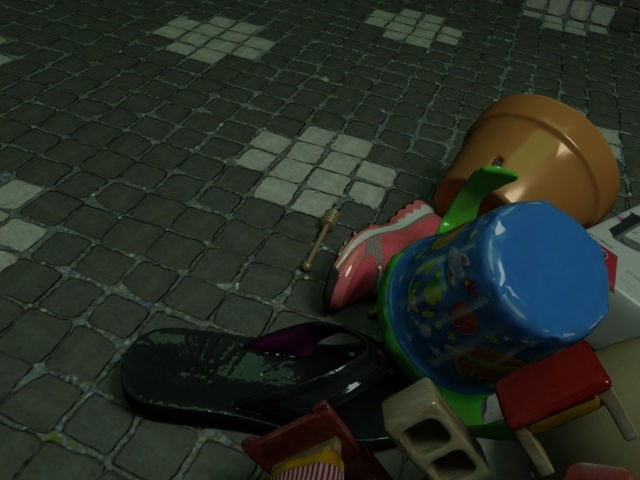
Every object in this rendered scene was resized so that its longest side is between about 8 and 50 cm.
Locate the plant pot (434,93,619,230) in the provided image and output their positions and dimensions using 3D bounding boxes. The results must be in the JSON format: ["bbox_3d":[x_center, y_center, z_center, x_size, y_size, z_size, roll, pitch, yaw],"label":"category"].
[{"bbox_3d":[0.342,-0.085,1.060,0.203,0.291,0.291,-39,58,-23],"label":"plant pot"}]

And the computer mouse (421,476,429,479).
[{"bbox_3d":[0.208,0.368,0.650,0.262,0.060,0.184,22,22,8],"label":"computer mouse"}]

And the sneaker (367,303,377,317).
[{"bbox_3d":[0.118,0.113,0.949,0.083,0.037,0.032,-19,13,0],"label":"sneaker"}]

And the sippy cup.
[{"bbox_3d":[0.218,0.066,0.734,0.240,0.224,0.305,-24,78,-27],"label":"sippy cup"}]

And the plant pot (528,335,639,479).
[{"bbox_3d":[0.360,0.241,0.693,0.191,0.284,0.284,-2,27,41],"label":"plant pot"}]

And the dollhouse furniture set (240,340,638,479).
[{"bbox_3d":[0.098,0.228,0.538,0.374,0.152,0.201,-32,22,17],"label":"dollhouse furniture set"}]

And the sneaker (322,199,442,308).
[{"bbox_3d":[0.134,0.033,0.983,0.136,0.116,0.314,35,46,26],"label":"sneaker"}]

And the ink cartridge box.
[{"bbox_3d":[0.553,0.069,1.009,0.306,0.131,0.226,-21,48,-30],"label":"ink cartridge box"}]

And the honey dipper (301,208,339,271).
[{"bbox_3d":[0.000,0.000,1.064,0.030,0.030,0.161,16,42,8],"label":"honey dipper"}]

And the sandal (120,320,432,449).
[{"bbox_3d":[-0.037,0.177,0.781,0.445,0.107,0.168,4,40,-7],"label":"sandal"}]
